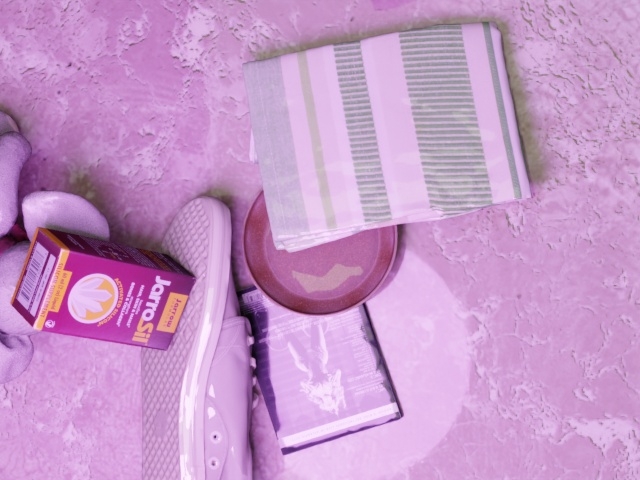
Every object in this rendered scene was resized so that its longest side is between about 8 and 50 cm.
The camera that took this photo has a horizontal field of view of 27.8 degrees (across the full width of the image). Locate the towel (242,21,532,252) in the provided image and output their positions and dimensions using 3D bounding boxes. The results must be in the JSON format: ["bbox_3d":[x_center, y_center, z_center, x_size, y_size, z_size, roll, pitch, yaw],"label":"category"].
[{"bbox_3d":[0.080,-0.132,1.599,0.325,0.038,0.248,-11,82,8],"label":"towel"}]

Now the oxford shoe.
[{"bbox_3d":[-0.143,0.170,1.643,0.130,0.169,0.449,4,84,-32],"label":"oxford shoe"}]

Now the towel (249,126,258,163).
[{"bbox_3d":[-0.012,-0.149,1.651,0.152,0.023,0.113,5,95,9],"label":"towel"}]

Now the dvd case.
[{"bbox_3d":[-0.006,0.147,1.662,0.164,0.018,0.221,-19,88,10],"label":"dvd case"}]

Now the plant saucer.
[{"bbox_3d":[0.000,0.000,1.631,0.198,0.036,0.198,-1,81,8],"label":"plant saucer"}]

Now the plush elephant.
[{"bbox_3d":[-0.414,0.016,1.625,0.272,0.330,0.255,-46,106,-3],"label":"plush elephant"}]

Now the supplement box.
[{"bbox_3d":[-0.260,0.060,1.552,0.081,0.188,0.104,33,105,50],"label":"supplement box"}]
